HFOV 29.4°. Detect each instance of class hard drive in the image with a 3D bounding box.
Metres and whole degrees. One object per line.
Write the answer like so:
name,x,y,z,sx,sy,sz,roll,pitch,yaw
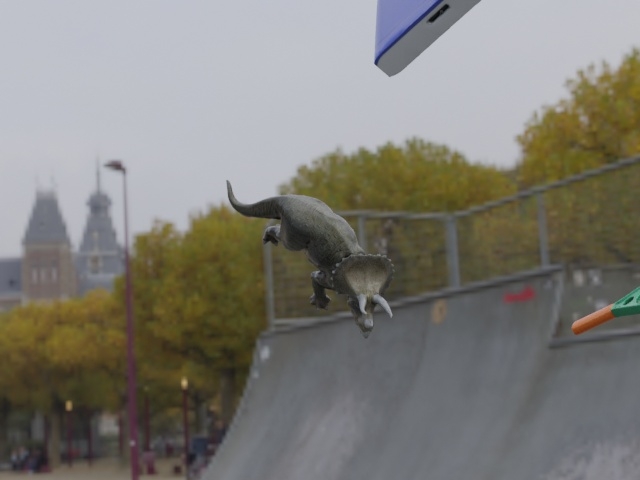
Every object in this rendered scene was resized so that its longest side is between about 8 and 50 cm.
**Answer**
hard drive,0.157,-0.370,1.610,0.040,0.318,0.210,37,-58,-22

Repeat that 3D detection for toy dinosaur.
toy dinosaur,0.000,0.000,1.736,0.121,0.313,0.160,-33,-11,-28

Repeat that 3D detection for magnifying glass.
magnifying glass,0.527,0.113,2.098,0.231,0.026,0.092,-31,11,43
